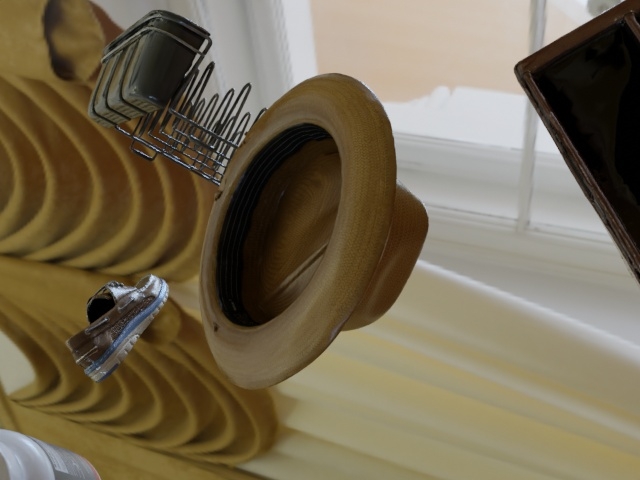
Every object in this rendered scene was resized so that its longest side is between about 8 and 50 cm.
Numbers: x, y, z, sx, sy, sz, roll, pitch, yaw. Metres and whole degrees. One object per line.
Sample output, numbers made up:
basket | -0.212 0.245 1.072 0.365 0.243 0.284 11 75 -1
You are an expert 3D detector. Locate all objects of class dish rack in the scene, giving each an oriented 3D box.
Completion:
dish rack | -0.061 -0.077 0.701 0.271 0.208 0.074 29 -99 -25

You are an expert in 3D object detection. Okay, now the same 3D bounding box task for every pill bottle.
pill bottle | -0.497 0.415 1.301 0.363 0.210 0.210 76 -150 -68

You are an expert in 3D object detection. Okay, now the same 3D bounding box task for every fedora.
fedora | 0.000 0.000 0.477 0.079 0.194 0.194 15 -96 -32

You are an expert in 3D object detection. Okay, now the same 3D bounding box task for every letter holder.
letter holder | 0.287 -0.004 0.568 0.302 0.152 0.214 42 -154 -45

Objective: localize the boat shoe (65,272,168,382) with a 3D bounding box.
boat shoe | -0.232 0.082 0.947 0.066 0.066 0.183 48 -156 -15
